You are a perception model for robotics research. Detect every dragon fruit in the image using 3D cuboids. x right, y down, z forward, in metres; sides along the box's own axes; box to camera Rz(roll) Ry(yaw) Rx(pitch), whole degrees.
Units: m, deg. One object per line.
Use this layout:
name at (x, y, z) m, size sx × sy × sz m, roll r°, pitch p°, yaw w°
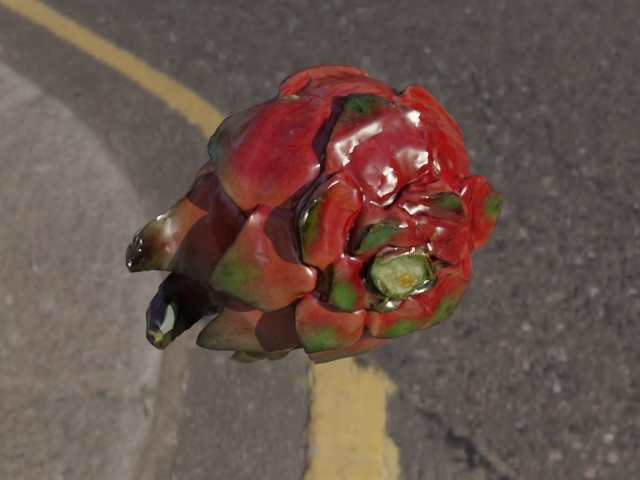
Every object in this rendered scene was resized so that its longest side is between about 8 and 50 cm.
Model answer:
dragon fruit at (0.003, -0.004, 0.578) m, size 0.142 × 0.130 × 0.121 m, roll -18°, pitch 21°, yaw 27°
